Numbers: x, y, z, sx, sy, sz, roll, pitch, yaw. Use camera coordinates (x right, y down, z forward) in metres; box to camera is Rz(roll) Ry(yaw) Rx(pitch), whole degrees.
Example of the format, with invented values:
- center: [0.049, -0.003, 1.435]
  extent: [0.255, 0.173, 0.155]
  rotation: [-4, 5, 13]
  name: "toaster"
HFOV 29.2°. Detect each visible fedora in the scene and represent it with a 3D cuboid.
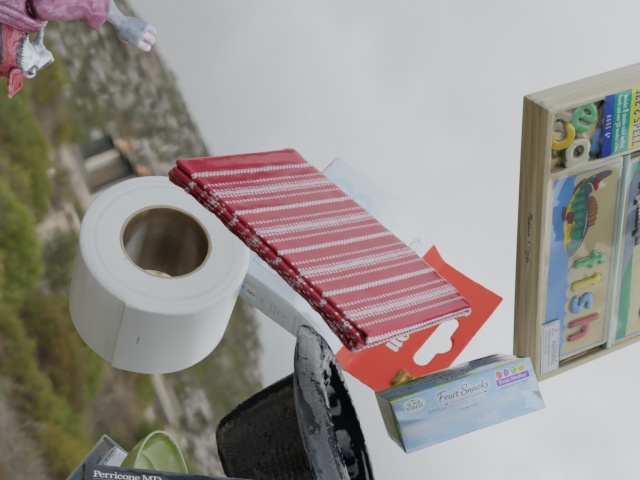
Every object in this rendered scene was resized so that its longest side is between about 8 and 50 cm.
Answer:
- center: [-0.032, 0.259, 1.440]
  extent: [0.334, 0.152, 0.334]
  rotation: [-17, 90, -85]
  name: "fedora"

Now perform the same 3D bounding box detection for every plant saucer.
- center: [-0.197, 0.341, 1.417]
  extent: [0.241, 0.037, 0.241]
  rotation: [-5, 90, -80]
  name: "plant saucer"

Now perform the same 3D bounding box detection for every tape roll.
- center: [-0.239, 0.050, 1.801]
  extent: [0.246, 0.246, 0.169]
  rotation: [62, -30, 27]
  name: "tape roll"

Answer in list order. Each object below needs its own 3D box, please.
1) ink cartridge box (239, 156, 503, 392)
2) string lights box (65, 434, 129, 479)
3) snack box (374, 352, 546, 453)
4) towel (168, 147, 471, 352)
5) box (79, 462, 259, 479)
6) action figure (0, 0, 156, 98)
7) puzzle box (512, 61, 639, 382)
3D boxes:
- center: [0.085, 0.067, 2.087]
  extent: [0.385, 0.308, 0.091]
  rotation: [34, -33, 16]
  name: "ink cartridge box"
- center: [-0.342, 0.384, 1.909]
  extent: [0.076, 0.133, 0.259]
  rotation: [41, -12, -8]
  name: "string lights box"
- center: [0.165, 0.194, 1.502]
  extent: [0.207, 0.174, 0.070]
  rotation: [140, -68, -85]
  name: "snack box"
- center: [0.000, 0.000, 1.194]
  extent: [0.275, 0.199, 0.031]
  rotation: [42, -61, 24]
  name: "towel"
- center: [-0.075, 0.291, 1.004]
  extent: [0.184, 0.261, 0.103]
  rotation: [-104, -154, -56]
  name: "box"
- center: [-0.315, -0.339, 1.351]
  extent: [0.276, 0.248, 0.370]
  rotation: [63, 35, -81]
  name: "action figure"
- center: [0.379, -0.027, 1.603]
  extent: [0.052, 0.272, 0.409]
  rotation: [41, -38, 49]
  name: "puzzle box"
